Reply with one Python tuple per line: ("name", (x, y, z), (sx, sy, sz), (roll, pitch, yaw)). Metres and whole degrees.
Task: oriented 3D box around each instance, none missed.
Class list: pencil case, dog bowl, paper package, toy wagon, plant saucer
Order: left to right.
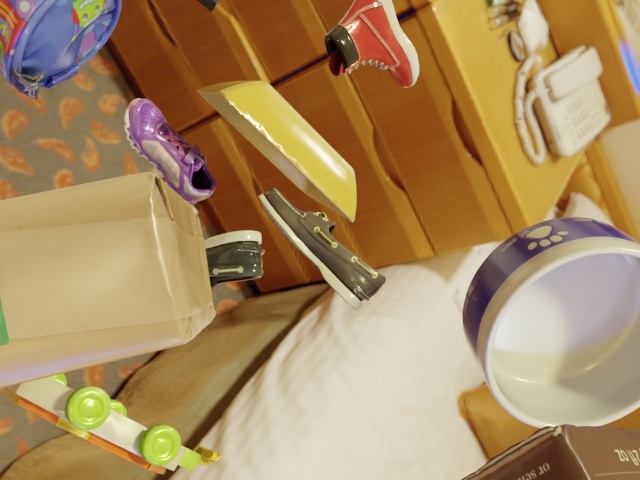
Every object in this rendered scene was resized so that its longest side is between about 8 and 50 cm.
("pencil case", (-0.316, -0.253, 0.560), (0.306, 0.133, 0.119), (39, 42, 4))
("paper package", (-0.291, 0.051, 0.692), (0.324, 0.309, 0.168), (-12, 88, -6))
("toy wagon", (-0.306, 0.285, 0.995), (0.344, 0.267, 0.068), (39, 67, -26))
("plant saucer", (-0.073, -0.198, 1.264), (0.333, 0.332, 0.081), (43, 89, -22))
("dog bowl", (0.323, 0.107, 0.838), (0.265, 0.264, 0.104), (54, 9, -23))

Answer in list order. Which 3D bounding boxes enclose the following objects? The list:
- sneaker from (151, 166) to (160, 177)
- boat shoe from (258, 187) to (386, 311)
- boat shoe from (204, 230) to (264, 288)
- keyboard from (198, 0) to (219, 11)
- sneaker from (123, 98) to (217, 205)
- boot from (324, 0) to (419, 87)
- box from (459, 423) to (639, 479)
("sneaker", (-0.305, -0.050, 1.387), (0.105, 0.123, 0.290), (-9, 123, -48))
("boat shoe", (0.000, 0.000, 0.969), (0.228, 0.068, 0.081), (47, -2, 10))
("boat shoe", (-0.239, 0.060, 1.260), (0.114, 0.302, 0.091), (11, 66, -52))
("keyboard", (-0.212, -0.400, 0.919), (0.180, 0.023, 0.108), (36, 55, -13))
("sneaker", (-0.270, -0.163, 1.216), (0.095, 0.104, 0.236), (-58, 132, -39))
("boot", (0.100, -0.362, 1.318), (0.176, 0.088, 0.244), (-53, 137, -12))
("box", (0.148, 0.232, 0.354), (0.168, 0.167, 0.203), (19, 37, -44))
